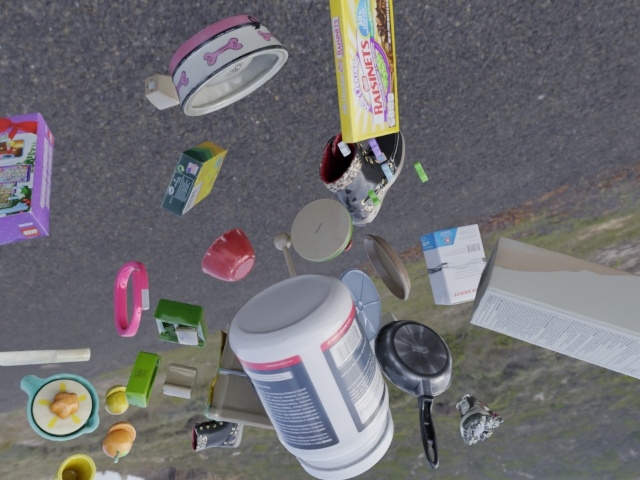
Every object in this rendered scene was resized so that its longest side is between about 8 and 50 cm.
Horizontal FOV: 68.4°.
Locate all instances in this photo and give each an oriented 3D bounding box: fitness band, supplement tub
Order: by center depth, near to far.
[{"bbox_3d":[-0.006,0.207,0.730,0.191,0.272,0.191,-19,-159,7],"label":"supplement tub"},{"bbox_3d":[-0.726,0.219,1.792,0.054,0.290,0.209,13,145,-43],"label":"fitness band"}]

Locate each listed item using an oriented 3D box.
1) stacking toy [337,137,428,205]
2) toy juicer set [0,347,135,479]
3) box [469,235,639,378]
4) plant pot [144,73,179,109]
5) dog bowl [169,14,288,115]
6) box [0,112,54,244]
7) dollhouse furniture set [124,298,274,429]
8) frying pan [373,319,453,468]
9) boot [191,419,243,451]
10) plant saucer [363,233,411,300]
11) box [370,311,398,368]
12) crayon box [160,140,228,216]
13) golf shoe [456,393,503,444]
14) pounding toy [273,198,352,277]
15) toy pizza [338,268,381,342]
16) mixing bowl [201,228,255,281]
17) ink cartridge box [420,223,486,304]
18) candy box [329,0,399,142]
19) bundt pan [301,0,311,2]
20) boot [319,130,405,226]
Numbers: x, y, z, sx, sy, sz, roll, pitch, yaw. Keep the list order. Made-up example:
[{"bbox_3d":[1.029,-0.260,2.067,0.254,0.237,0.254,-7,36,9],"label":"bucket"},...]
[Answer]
[{"bbox_3d":[0.171,-0.222,1.301,0.167,0.221,0.052,-29,-172,16],"label":"stacking toy"},{"bbox_3d":[-0.505,0.331,0.990,0.089,0.329,0.209,-39,169,35],"label":"toy juicer set"},{"bbox_3d":[0.443,0.118,0.830,0.311,0.121,0.148,18,148,13],"label":"box"},{"bbox_3d":[-0.632,-0.597,1.863,0.109,0.109,0.096,-7,168,26],"label":"plant pot"},{"bbox_3d":[-0.318,-0.586,1.575,0.408,0.150,0.408,-30,-175,3],"label":"dog bowl"},{"bbox_3d":[-0.528,-0.068,0.637,0.293,0.200,0.057,-12,146,-11],"label":"box"},{"bbox_3d":[-0.192,0.256,0.923,0.302,0.197,0.151,12,149,-5],"label":"dollhouse furniture set"},{"bbox_3d":[0.198,0.298,1.034,0.197,0.326,0.053,25,132,3],"label":"frying pan"},{"bbox_3d":[-0.374,0.667,1.750,0.179,0.236,0.085,5,-173,-34],"label":"boot"},{"bbox_3d":[0.246,0.092,1.720,0.041,0.277,0.278,-30,161,-9],"label":"plant saucer"},{"bbox_3d":[0.166,0.373,1.597,0.275,0.113,0.094,-39,-163,9],"label":"box"},{"bbox_3d":[-0.425,-0.224,1.623,0.081,0.318,0.202,27,109,-4],"label":"crayon box"},{"bbox_3d":[0.431,0.505,1.349,0.105,0.120,0.273,-48,147,6],"label":"golf shoe"},{"bbox_3d":[0.000,0.000,1.343,0.237,0.183,0.110,-36,149,11],"label":"pounding toy"},{"bbox_3d":[0.092,0.173,1.229,0.032,0.201,0.201,-15,161,39],"label":"toy pizza"},{"bbox_3d":[-0.273,0.062,1.488,0.181,0.098,0.181,-44,159,-22],"label":"mixing bowl"},{"bbox_3d":[0.359,0.063,1.245,0.140,0.190,0.082,-10,176,-19],"label":"ink cartridge box"},{"bbox_3d":[0.065,-0.248,0.662,0.105,0.205,0.027,-21,-156,-36],"label":"candy box"},{"bbox_3d":[0.049,-0.677,1.010,0.124,0.330,0.331,20,164,15],"label":"bundt pan"},{"bbox_3d":[0.141,-0.264,1.536,0.138,0.377,0.284,20,169,34],"label":"boot"}]
